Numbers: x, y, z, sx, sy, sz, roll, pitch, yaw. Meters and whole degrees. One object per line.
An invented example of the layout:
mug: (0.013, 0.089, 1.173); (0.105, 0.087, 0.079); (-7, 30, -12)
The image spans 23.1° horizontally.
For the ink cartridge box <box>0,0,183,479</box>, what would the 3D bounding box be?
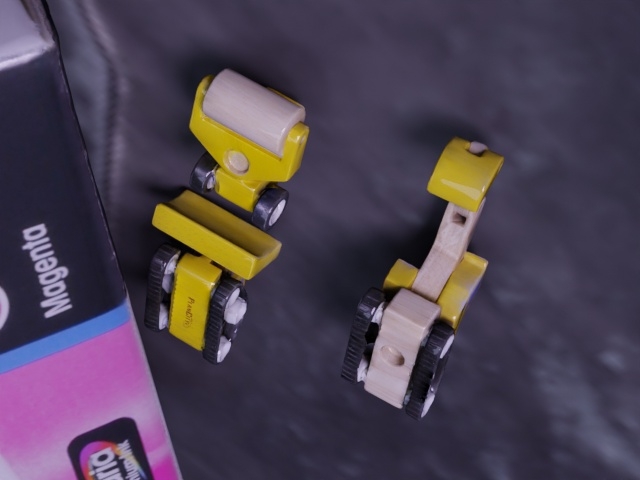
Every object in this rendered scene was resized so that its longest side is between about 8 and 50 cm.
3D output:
ink cartridge box: (-0.223, 0.066, 0.377); (0.370, 0.069, 0.176); (-20, 136, -11)

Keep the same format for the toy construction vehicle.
toy construction vehicle: (0.000, 0.000, 0.396); (0.086, 0.035, 0.098); (27, 139, 16)
